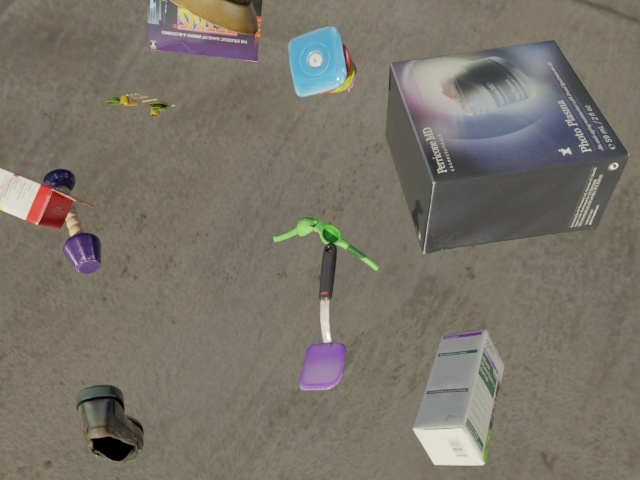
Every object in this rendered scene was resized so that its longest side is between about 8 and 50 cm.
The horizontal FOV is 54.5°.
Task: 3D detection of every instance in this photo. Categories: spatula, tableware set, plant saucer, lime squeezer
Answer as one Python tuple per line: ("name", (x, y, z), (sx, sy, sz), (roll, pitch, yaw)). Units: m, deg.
("spatula", (0.011, 0.138, 1.187), (0.084, 0.030, 0.296), (-6, 65, 22))
("tableware set", (-0.430, -0.320, 1.482), (0.104, 0.154, 0.024), (-1, 91, 23))
("plant saucer", (-0.077, -0.171, 0.425), (0.083, 0.015, 0.083), (25, 30, -16))
("lime squeezer", (0.000, 0.000, 1.566), (0.310, 0.109, 0.059), (15, 33, 26))

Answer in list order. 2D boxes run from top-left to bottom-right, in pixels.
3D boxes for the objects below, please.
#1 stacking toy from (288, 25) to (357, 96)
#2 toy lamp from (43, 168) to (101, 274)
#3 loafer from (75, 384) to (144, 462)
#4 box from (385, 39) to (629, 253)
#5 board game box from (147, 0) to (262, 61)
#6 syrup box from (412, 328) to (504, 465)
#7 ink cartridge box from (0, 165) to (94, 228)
("stacking toy", (0.043, -0.492, 1.821), (0.166, 0.302, 0.175), (-10, 87, 22))
("toy lamp", (-0.533, -0.041, 1.343), (0.080, 0.080, 0.274), (-19, 56, -17))
("loafer", (-0.353, 0.333, 1.038), (0.096, 0.267, 0.084), (-10, 54, -11))
("box", (0.281, -0.159, 1.022), (0.294, 0.182, 0.296), (-9, 52, -2))
("board game box", (-0.173, -0.354, 0.940), (0.170, 0.141, 0.048), (3, 29, -9))
("syrup box", (0.250, 0.271, 1.099), (0.093, 0.096, 0.237), (59, 38, -22))
("ink cartridge box", (-0.582, -0.086, 1.221), (0.231, 0.134, 0.078), (23, 86, -3))
